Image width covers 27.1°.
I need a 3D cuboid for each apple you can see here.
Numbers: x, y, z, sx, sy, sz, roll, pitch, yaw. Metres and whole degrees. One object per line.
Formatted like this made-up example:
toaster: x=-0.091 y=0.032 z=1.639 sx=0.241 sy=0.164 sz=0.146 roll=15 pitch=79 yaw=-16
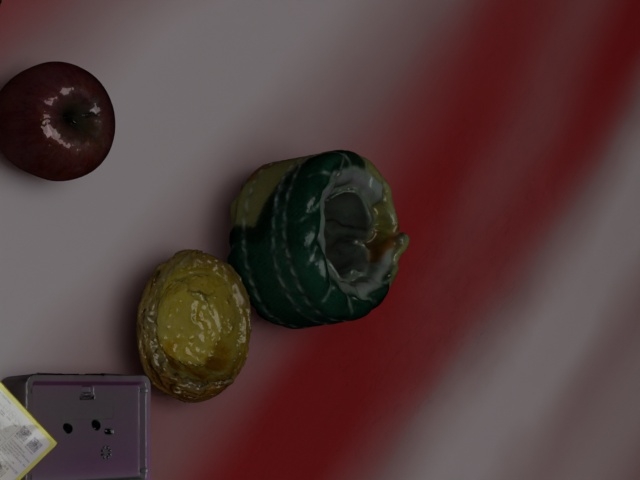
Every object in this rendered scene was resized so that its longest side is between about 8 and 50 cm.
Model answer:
apple: x=-0.340 y=-0.150 z=1.682 sx=0.153 sy=0.120 sz=0.153 roll=5 pitch=82 yaw=-41

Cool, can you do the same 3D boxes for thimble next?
thimble: x=0.000 y=0.000 z=1.969 sx=0.288 sy=0.167 sz=0.254 roll=1 pitch=82 yaw=-55

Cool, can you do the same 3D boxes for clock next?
clock: x=-0.311 y=0.243 z=1.696 sx=0.197 sy=0.063 sz=0.150 roll=6 pitch=80 yaw=-47

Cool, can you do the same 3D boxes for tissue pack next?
tissue pack: x=-0.405 y=0.208 z=1.555 sx=0.176 sy=0.062 sz=0.095 roll=48 pitch=67 yaw=-8

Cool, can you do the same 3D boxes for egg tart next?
egg tart: x=-0.184 y=0.120 z=1.830 sx=0.212 sy=0.090 sz=0.213 roll=10 pitch=77 yaw=-48
